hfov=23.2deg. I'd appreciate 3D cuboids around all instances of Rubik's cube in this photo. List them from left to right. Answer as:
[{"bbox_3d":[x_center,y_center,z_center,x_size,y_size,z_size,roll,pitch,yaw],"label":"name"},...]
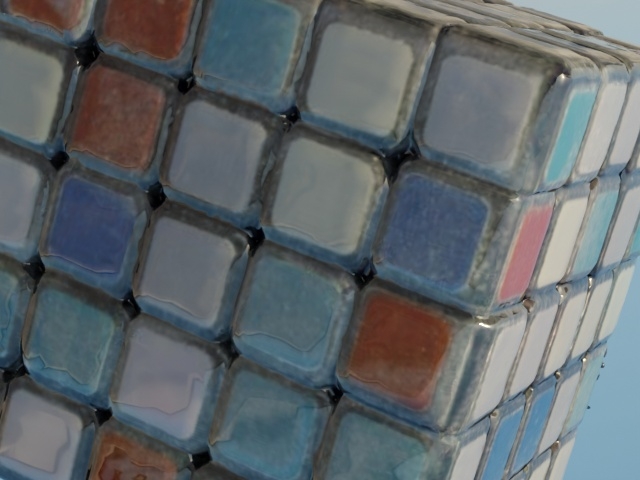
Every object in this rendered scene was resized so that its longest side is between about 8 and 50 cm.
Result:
[{"bbox_3d":[0.000,0.000,0.827,0.287,0.292,0.293,21,-164,21],"label":"Rubik's cube"}]
